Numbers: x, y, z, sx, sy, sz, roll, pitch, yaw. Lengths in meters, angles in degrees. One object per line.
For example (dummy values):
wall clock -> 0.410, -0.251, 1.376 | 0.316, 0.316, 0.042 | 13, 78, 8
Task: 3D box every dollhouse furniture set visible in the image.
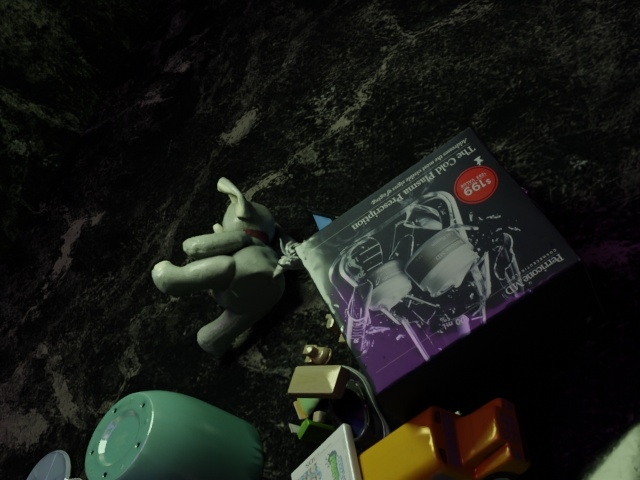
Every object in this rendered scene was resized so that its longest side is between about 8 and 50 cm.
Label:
dollhouse furniture set -> 0.054, 0.218, 1.631 | 0.144, 0.123, 0.151 | -10, 53, 47
dollhouse furniture set -> -0.027, 0.303, 1.693 | 0.076, 0.058, 0.151 | -59, 29, 20

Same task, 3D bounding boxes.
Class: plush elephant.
plush elephant -> -0.176, 0.023, 1.975 | 0.330, 0.272, 0.255 | -29, 40, 10

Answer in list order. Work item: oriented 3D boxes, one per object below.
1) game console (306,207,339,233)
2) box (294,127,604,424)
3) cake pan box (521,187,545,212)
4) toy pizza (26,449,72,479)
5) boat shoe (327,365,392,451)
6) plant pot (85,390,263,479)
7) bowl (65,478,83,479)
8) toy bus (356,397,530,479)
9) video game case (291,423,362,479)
game console -> 0.000, 0.000, 1.952 | 0.071, 0.107, 0.122 | -34, 26, -24
box -> 0.190, 0.059, 1.436 | 0.343, 0.179, 0.312 | -35, 51, 5
cake pan box -> 0.240, -0.021, 1.675 | 0.245, 0.070, 0.267 | -53, 33, 4
toy pizza -> -0.649, 0.596, 2.232 | 0.201, 0.032, 0.201 | -31, 40, 31
boat shoe -> 0.048, 0.282, 1.620 | 0.080, 0.076, 0.228 | -45, 34, 11
plant pot -> -0.292, 0.417, 1.759 | 0.293, 0.235, 0.293 | -30, 39, 28
bowl -> -0.558, 0.604, 2.082 | 0.142, 0.053, 0.142 | -23, 42, 46
toy bus -> 0.145, 0.341, 1.375 | 0.333, 0.130, 0.108 | -43, 33, 34
video game case -> 0.010, 0.377, 1.413 | 0.143, 0.019, 0.157 | -49, 32, 27
